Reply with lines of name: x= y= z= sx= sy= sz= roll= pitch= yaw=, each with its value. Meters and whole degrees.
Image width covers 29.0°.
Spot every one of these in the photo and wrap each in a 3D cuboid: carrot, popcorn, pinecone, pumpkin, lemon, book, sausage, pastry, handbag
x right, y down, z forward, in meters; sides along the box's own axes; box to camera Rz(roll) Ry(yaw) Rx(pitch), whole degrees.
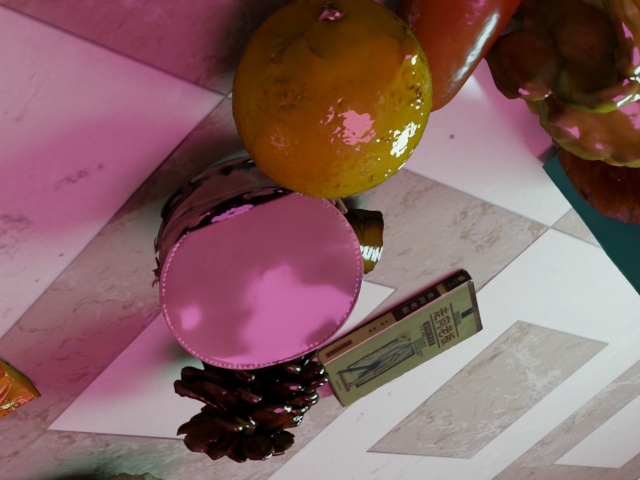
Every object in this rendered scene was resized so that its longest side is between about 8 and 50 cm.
carrot: x=0.000 y=0.000 z=1.325 sx=0.173 sy=0.082 sz=0.082 roll=1 pitch=137 yaw=-38
popcorn: x=0.295 y=-0.198 z=1.167 sx=0.270 sy=0.224 sz=0.258 roll=-30 pitch=136 yaw=12
pinecone: x=-0.079 y=0.167 z=1.420 sx=0.195 sy=0.150 sz=0.179 roll=-50 pitch=-169 yaw=7
pumpkin: x=-0.342 y=0.168 z=1.311 sx=0.073 sy=0.035 sz=0.101 roll=-35 pitch=148 yaw=1
lemon: x=0.008 y=-0.121 z=1.067 sx=0.173 sy=0.173 sz=0.206 roll=-17 pitch=162 yaw=-24
book: x=0.111 y=0.137 z=1.682 sx=0.231 sy=0.026 sz=0.161 roll=-29 pitch=150 yaw=-5
sausage: x=0.122 y=-0.211 z=1.115 sx=0.098 sy=0.098 sz=0.238 roll=-6 pitch=144 yaw=-36
pastry: x=0.347 y=-0.113 z=1.352 sx=0.182 sy=0.192 sz=0.093 roll=-14 pitch=-173 yaw=31
handbag: x=-0.062 y=0.017 z=1.186 sx=0.205 sy=0.116 sz=0.179 roll=-21 pitch=108 yaw=-8

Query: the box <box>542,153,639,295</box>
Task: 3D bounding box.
box: x=0.433 y=-0.028 z=1.440 sx=0.205 sy=0.311 sz=0.118 roll=-42 pitch=154 yaw=18

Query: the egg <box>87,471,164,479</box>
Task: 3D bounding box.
egg: x=-0.264 y=0.433 z=1.559 sx=0.310 sy=0.279 sz=0.279 roll=-9 pitch=144 yaw=-18
